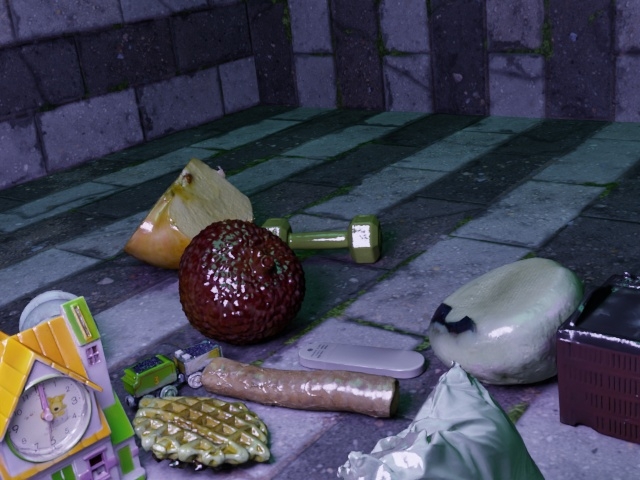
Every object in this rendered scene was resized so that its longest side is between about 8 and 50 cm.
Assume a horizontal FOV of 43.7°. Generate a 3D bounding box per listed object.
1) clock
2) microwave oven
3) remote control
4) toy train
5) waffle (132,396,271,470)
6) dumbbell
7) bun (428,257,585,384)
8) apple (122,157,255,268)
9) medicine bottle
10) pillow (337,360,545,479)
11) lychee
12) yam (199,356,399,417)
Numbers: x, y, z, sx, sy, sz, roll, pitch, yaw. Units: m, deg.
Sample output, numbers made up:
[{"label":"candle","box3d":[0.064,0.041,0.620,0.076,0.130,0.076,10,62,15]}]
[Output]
[{"label":"clock","box3d":[-0.403,0.247,1.134,0.235,0.310,0.166,-25,26,-39]},{"label":"microwave oven","box3d":[0.494,0.172,1.235,0.178,0.188,0.247,11,27,38]},{"label":"remote control","box3d":[0.074,0.220,1.473,0.244,0.022,0.077,2,20,23]},{"label":"toy train","box3d":[-0.262,0.237,1.441,0.202,0.081,0.060,-22,25,-36]},{"label":"waffle","box3d":[-0.189,0.298,1.263,0.214,0.054,0.208,5,16,-17]},{"label":"dumbbell","box3d":[0.000,0.000,1.952,0.301,0.108,0.121,-3,22,11]},{"label":"bun","box3d":[0.331,0.159,1.366,0.283,0.179,0.283,-25,12,6]},{"label":"apple","box3d":[-0.339,-0.045,1.989,0.313,0.252,0.309,1,38,11]},{"label":"medicine bottle","box3d":[-0.512,0.184,1.564,0.147,0.147,0.143,-14,19,-19]},{"label":"pillow","box3d":[0.162,0.309,0.861,0.138,0.310,0.283,-29,-4,41]},{"label":"lychee","box3d":[-0.162,0.088,1.592,0.260,0.261,0.261,-6,21,2]},{"label":"yam","box3d":[-0.037,0.247,1.356,0.356,0.081,0.081,4,23,22]}]
